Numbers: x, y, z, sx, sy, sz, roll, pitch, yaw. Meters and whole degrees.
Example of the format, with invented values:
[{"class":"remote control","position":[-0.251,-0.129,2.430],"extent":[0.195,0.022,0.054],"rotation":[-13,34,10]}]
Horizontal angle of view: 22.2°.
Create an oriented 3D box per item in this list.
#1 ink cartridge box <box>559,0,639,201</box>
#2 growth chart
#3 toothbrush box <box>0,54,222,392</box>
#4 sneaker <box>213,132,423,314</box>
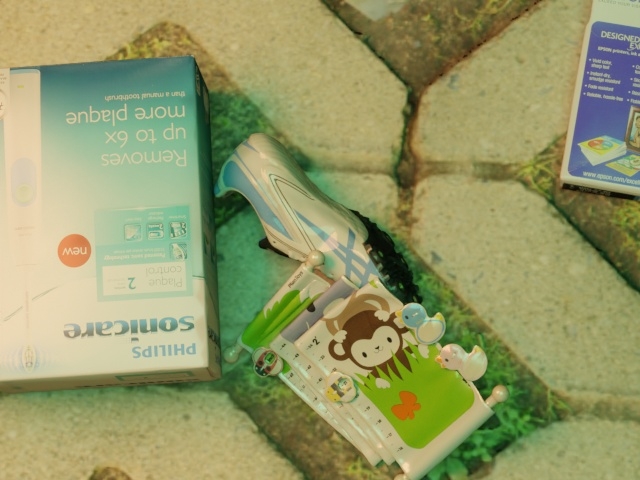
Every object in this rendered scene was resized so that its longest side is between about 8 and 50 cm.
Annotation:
[{"class":"ink cartridge box","position":[0.347,-0.134,1.565],"extent":[0.206,0.045,0.208],"rotation":[11,81,5]},{"class":"growth chart","position":[0.044,0.117,1.511],"extent":[0.237,0.021,0.172],"rotation":[38,113,7]},{"class":"toothbrush box","position":[-0.210,-0.011,1.531],"extent":[0.216,0.126,0.295],"rotation":[-3,80,2]},{"class":"sneaker","position":[0.000,0.000,1.547],"extent":[0.237,0.085,0.086],"rotation":[43,107,7]}]
